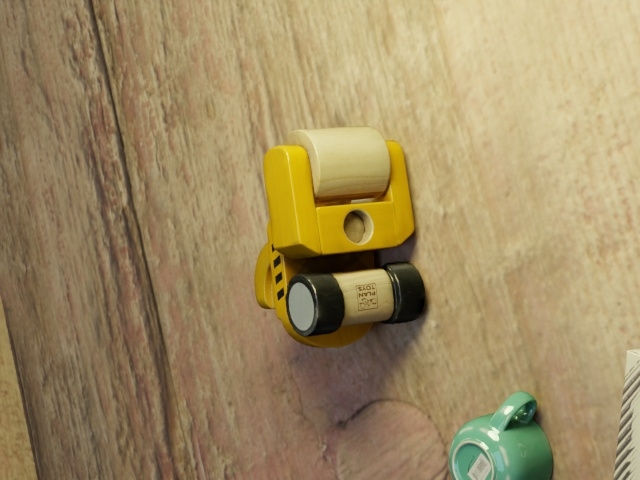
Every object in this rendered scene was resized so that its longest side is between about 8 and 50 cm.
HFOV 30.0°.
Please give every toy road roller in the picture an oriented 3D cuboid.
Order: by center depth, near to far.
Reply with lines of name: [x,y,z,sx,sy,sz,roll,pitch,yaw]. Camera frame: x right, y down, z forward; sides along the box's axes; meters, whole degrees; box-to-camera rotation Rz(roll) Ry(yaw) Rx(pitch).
toy road roller: [0.000,0.000,1.828,0.241,0.203,0.329,-7,89,58]

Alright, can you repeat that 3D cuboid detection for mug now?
mug: [0.240,0.293,1.655,0.129,0.097,0.157,-13,83,47]

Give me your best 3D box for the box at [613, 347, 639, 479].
box: [0.424,0.268,1.446,0.094,0.113,0.275,12,100,48]
